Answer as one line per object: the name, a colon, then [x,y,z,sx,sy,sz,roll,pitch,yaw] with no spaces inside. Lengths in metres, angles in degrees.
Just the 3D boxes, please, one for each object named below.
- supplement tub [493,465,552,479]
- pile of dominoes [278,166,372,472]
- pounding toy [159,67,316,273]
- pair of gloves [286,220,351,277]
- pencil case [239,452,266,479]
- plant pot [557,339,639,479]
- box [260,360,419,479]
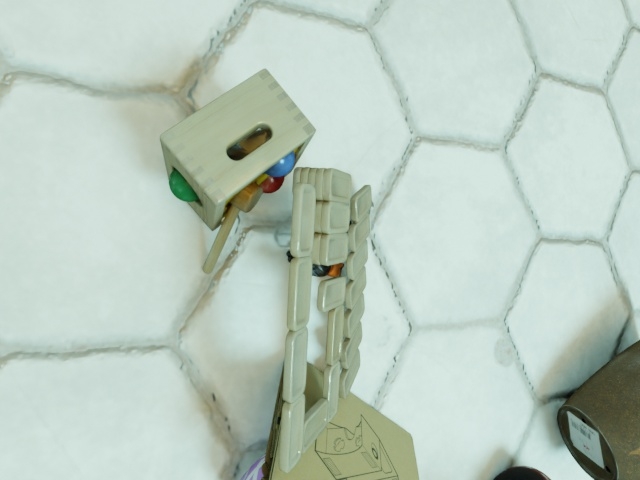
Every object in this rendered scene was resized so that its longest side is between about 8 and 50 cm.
supplement tub: [0.318,0.401,0.567,0.198,0.106,0.106,45,73,-16]
pile of dominoes: [0.000,0.057,0.423,0.196,0.040,0.251,-5,100,-67]
pounding toy: [-0.083,-0.056,0.402,0.141,0.130,0.100,-41,92,-19]
pair of gloves: [0.000,0.000,0.490,0.074,0.010,0.083,17,85,-23]
pencil case: [0.004,0.292,0.425,0.206,0.086,0.088,50,44,2]
plant pot: [0.473,0.249,0.600,0.230,0.215,0.216,-16,95,-7]
box: [0.032,0.229,0.433,0.201,0.164,0.021,39,117,-18]
